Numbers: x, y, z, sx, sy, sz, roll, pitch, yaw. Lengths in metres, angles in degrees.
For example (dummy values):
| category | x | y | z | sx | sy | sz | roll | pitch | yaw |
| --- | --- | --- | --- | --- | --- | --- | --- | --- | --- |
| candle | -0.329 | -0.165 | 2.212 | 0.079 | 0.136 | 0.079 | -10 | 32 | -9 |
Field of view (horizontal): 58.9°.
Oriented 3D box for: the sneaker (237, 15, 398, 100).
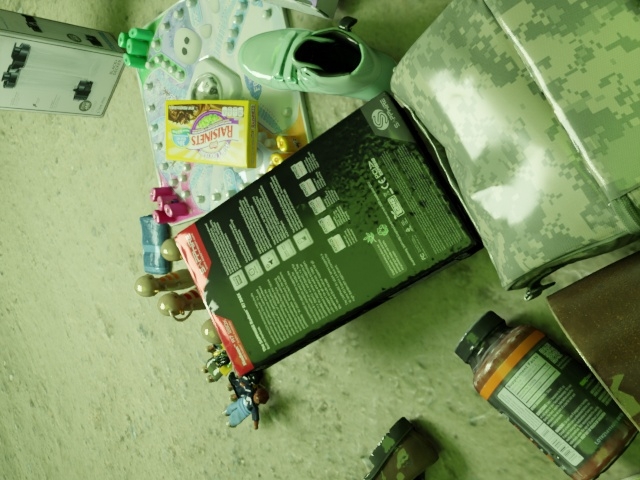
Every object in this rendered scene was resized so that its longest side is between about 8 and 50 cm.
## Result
| category | x | y | z | sx | sy | sz | roll | pitch | yaw |
| --- | --- | --- | --- | --- | --- | --- | --- | --- | --- |
| sneaker | -0.029 | -0.254 | 0.761 | 0.256 | 0.151 | 0.094 | 16 | 97 | 24 |

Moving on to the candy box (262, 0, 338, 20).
| category | x | y | z | sx | sy | sz | roll | pitch | yaw |
| --- | --- | --- | --- | --- | --- | --- | --- | --- | --- |
| candy box | -0.054 | -0.424 | 0.801 | 0.196 | 0.070 | 0.165 | 23 | 103 | 19 |

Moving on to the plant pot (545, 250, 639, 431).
| category | x | y | z | sx | sy | sz | roll | pitch | yaw |
| --- | --- | --- | --- | --- | --- | --- | --- | --- | --- |
| plant pot | 0.368 | 0.070 | 0.506 | 0.230 | 0.215 | 0.215 | -41 | 70 | 18 |

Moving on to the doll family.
| category | x | y | z | sx | sy | sz | roll | pitch | yaw |
| --- | --- | --- | --- | --- | --- | --- | --- | --- | --- |
| doll family | -0.145 | 0.237 | 0.998 | 0.111 | 0.076 | 0.193 | -38 | 78 | 30 |

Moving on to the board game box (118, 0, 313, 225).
| category | x | y | z | sx | sy | sz | roll | pitch | yaw |
| --- | --- | --- | --- | --- | --- | --- | --- | --- | --- |
| board game box | -0.201 | -0.249 | 0.990 | 0.390 | 0.050 | 0.390 | -13 | 88 | 38 |

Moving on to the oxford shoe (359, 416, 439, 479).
| category | x | y | z | sx | sy | sz | roll | pitch | yaw |
| --- | --- | --- | --- | --- | --- | --- | --- | --- | --- |
| oxford shoe | 0.097 | 0.371 | 0.816 | 0.096 | 0.083 | 0.227 | 36 | 117 | 24 |

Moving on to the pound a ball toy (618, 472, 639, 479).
| category | x | y | z | sx | sy | sz | roll | pitch | yaw |
| --- | --- | --- | --- | --- | --- | --- | --- | --- | --- |
| pound a ball toy | 0.333 | 0.325 | 0.543 | 0.319 | 0.208 | 0.136 | -42 | 70 | 33 |

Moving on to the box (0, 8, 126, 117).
| category | x | y | z | sx | sy | sz | roll | pitch | yaw |
| --- | --- | --- | --- | --- | --- | --- | --- | --- | --- |
| box | -0.544 | -0.338 | 1.096 | 0.087 | 0.290 | 0.169 | 51 | 123 | 21 |

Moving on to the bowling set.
| category | x | y | z | sx | sy | sz | roll | pitch | yaw |
| --- | --- | --- | --- | --- | --- | --- | --- | --- | --- |
| bowling set | -0.203 | 0.036 | 0.959 | 0.287 | 0.154 | 0.200 | 14 | 105 | 36 |

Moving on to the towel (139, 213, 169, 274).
| category | x | y | z | sx | sy | sz | roll | pitch | yaw |
| --- | --- | --- | --- | --- | --- | --- | --- | --- | --- |
| towel | -0.333 | 0.008 | 1.140 | 0.067 | 0.029 | 0.119 | 5 | 98 | 37 |

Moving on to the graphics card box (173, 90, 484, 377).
| category | x | y | z | sx | sy | sz | roll | pitch | yaw |
| --- | --- | --- | --- | --- | --- | --- | --- | --- | --- |
| graphics card box | 0.000 | 0.000 | 0.774 | 0.371 | 0.094 | 0.233 | -33 | 75 | 19 |

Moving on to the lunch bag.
| category | x | y | z | sx | sy | sz | roll | pitch | yaw |
| --- | --- | --- | --- | --- | --- | --- | --- | --- | --- |
| lunch bag | 0.228 | -0.122 | 0.565 | 0.256 | 0.212 | 0.305 | -35 | 73 | 35 |

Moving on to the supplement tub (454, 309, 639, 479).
| category | x | y | z | sx | sy | sz | roll | pitch | yaw |
| --- | --- | --- | --- | --- | --- | --- | --- | --- | --- |
| supplement tub | 0.252 | 0.170 | 0.653 | 0.198 | 0.106 | 0.106 | 43 | 119 | 27 |

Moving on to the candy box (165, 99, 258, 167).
| category | x | y | z | sx | sy | sz | roll | pitch | yaw |
| --- | --- | --- | --- | --- | --- | --- | --- | --- | --- |
| candy box | -0.184 | -0.178 | 0.936 | 0.206 | 0.027 | 0.105 | 10 | 105 | 37 |
